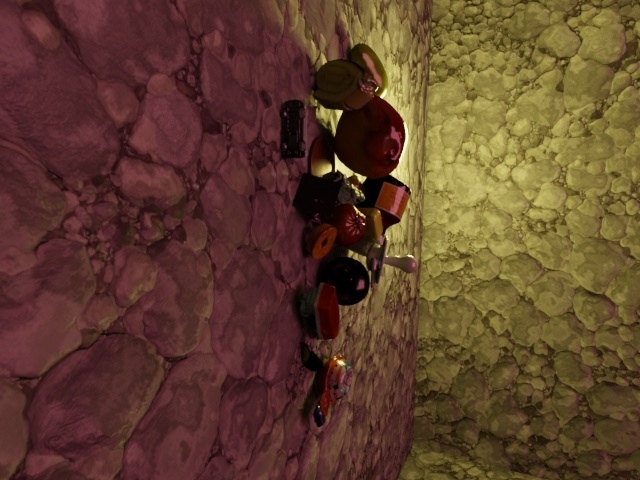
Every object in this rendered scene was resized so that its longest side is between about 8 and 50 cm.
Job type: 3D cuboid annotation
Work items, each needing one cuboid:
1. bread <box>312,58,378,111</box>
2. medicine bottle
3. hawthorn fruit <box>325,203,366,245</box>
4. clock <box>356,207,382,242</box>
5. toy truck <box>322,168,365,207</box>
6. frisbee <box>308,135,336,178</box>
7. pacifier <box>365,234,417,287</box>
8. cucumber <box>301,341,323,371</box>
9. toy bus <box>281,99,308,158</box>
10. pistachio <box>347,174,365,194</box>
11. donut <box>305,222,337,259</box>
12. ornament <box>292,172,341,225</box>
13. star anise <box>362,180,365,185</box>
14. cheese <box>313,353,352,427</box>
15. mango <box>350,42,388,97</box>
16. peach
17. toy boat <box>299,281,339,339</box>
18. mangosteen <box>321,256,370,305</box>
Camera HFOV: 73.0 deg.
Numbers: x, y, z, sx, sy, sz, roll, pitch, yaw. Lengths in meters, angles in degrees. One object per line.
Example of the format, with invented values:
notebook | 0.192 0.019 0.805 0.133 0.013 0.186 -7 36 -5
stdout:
bread | 0.097 -0.589 1.671 0.124 0.257 0.186 32 85 -53
medicine bottle | 0.263 -0.115 2.098 0.396 0.242 0.242 -64 153 -1
hawthorn fruit | 0.089 -0.064 1.806 0.179 0.200 0.179 -2 93 -34
clock | 0.168 -0.071 1.935 0.096 0.202 0.144 -49 136 -51
toy truck | 0.077 -0.221 1.800 0.259 0.128 0.135 23 46 -63
frisbee | 0.010 -0.302 1.777 0.250 0.021 0.251 4 90 -65
pacifier | 0.308 0.102 1.887 0.287 0.225 0.239 -8 107 -81
cucumber | -0.037 0.482 1.750 0.071 0.046 0.220 -65 149 -24
toy bus | -0.083 -0.380 1.490 0.089 0.087 0.194 -21 112 -71
pistachio | 0.152 -0.246 2.000 0.189 0.100 0.110 -36 129 -58
donut | 0.000 0.000 1.687 0.152 0.058 0.152 -39 152 -25
ornament | -0.019 -0.123 1.678 0.196 0.153 0.167 98 9 -62
star anise | 0.261 -0.213 2.269 0.177 0.073 0.234 -50 128 -35
cheese | 0.045 0.629 1.841 0.329 0.129 0.217 -55 140 -49
mango | 0.228 -0.802 2.062 0.293 0.142 0.175 53 51 -41
peach | 0.207 -0.426 1.803 0.372 0.289 0.374 -173 -90 -76
toy boat | -0.004 0.299 1.714 0.332 0.133 0.145 80 21 -50
mangosteen | 0.109 0.183 1.858 0.250 0.211 0.212 77 23 -70
